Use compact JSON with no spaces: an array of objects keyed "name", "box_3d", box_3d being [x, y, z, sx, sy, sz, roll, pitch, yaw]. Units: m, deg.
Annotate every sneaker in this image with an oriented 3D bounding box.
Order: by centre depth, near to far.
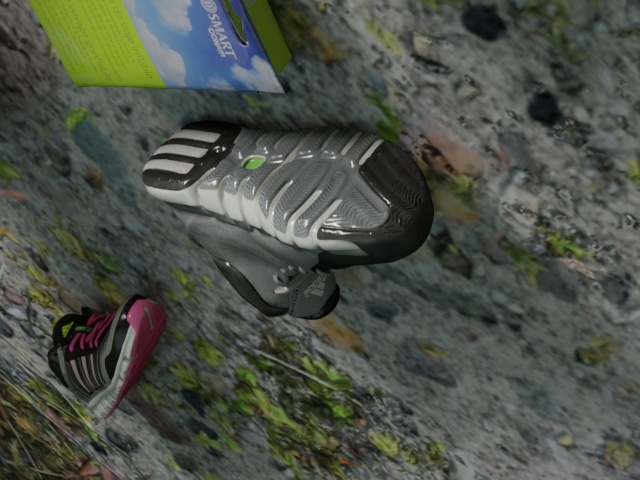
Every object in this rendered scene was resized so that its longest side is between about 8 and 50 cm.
[{"name":"sneaker","box_3d":[0.000,0.000,1.036,0.229,0.086,0.132,17,146,46]},{"name":"sneaker","box_3d":[-0.170,0.080,1.295,0.075,0.063,0.170,33,151,-1]}]

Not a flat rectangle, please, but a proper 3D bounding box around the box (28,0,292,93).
[{"name":"box","box_3d":[-0.096,-0.140,0.992,0.178,0.042,0.109,6,134,40]}]
